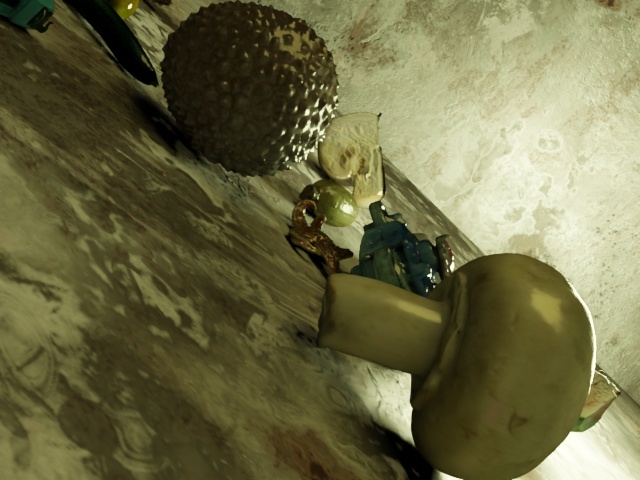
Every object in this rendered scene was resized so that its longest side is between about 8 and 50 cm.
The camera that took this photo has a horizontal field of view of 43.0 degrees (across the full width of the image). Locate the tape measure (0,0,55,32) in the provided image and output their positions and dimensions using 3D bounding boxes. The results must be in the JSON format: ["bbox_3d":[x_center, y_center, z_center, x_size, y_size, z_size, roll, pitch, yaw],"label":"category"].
[{"bbox_3d":[-0.437,-0.368,1.119,0.146,0.081,0.125,21,43,-54],"label":"tape measure"}]

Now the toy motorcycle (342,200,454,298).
[{"bbox_3d":[0.122,0.085,1.333,0.182,0.241,0.319,4,23,1],"label":"toy motorcycle"}]

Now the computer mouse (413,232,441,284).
[{"bbox_3d":[0.207,0.094,1.598,0.184,0.121,0.297,56,2,17],"label":"computer mouse"}]

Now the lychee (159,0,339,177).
[{"bbox_3d":[-0.120,-0.243,1.322,0.300,0.300,0.300,42,13,-12],"label":"lychee"}]

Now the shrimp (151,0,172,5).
[{"bbox_3d":[-0.468,-0.657,2.016,0.236,0.053,0.133,41,11,1],"label":"shrimp"}]

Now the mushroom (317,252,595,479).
[{"bbox_3d":[0.158,0.143,1.026,0.336,0.314,0.314,14,14,1],"label":"mushroom"}]

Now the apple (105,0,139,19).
[{"bbox_3d":[-0.394,-0.469,1.562,0.089,0.089,0.074,42,25,-10],"label":"apple"}]

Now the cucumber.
[{"bbox_3d":[-0.367,-0.369,1.410,0.284,0.056,0.056,48,13,18],"label":"cucumber"}]

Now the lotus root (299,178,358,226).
[{"bbox_3d":[0.021,-0.078,1.640,0.090,0.077,0.183,50,12,27],"label":"lotus root"}]

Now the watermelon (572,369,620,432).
[{"bbox_3d":[0.445,0.258,1.669,0.305,0.180,0.224,49,-1,28],"label":"watermelon"}]

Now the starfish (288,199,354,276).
[{"bbox_3d":[-0.006,0.008,1.396,0.150,0.053,0.209,19,30,-35],"label":"starfish"}]

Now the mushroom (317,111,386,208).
[{"bbox_3d":[0.059,-0.195,2.082,0.162,0.173,0.236,134,-44,-67],"label":"mushroom"}]
